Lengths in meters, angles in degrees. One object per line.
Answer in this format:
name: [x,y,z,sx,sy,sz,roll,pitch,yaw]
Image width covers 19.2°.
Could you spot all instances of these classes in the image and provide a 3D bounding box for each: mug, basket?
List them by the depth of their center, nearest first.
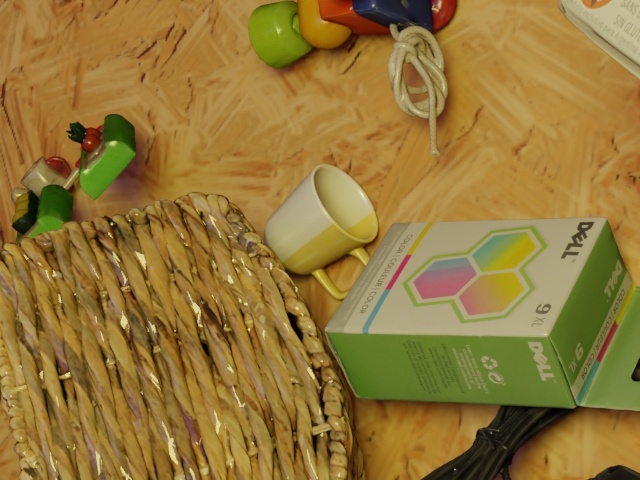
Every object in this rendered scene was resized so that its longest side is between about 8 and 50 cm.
basket: [-0.080,0.144,1.242,0.213,0.223,0.299,-16,66,-2]
mug: [-0.003,-0.003,1.272,0.064,0.062,0.078,-38,52,28]

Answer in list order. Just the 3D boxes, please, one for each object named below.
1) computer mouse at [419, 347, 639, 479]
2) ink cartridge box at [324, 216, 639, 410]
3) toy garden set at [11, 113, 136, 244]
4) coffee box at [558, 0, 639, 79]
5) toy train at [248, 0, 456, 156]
computer mouse: [0.192,0.156,1.076,0.262,0.060,0.184,18,54,37]
ink cartridge box: [0.120,0.042,1.143,0.209,0.062,0.109,0,39,33]
toy garden set: [-0.233,-0.006,1.367,0.244,0.049,0.204,-48,14,6]
coffee box: [0.384,-0.098,0.814,0.334,0.338,0.338,-54,33,10]
toy train: [0.009,-0.152,1.289,0.143,0.105,0.248,-21,65,39]
